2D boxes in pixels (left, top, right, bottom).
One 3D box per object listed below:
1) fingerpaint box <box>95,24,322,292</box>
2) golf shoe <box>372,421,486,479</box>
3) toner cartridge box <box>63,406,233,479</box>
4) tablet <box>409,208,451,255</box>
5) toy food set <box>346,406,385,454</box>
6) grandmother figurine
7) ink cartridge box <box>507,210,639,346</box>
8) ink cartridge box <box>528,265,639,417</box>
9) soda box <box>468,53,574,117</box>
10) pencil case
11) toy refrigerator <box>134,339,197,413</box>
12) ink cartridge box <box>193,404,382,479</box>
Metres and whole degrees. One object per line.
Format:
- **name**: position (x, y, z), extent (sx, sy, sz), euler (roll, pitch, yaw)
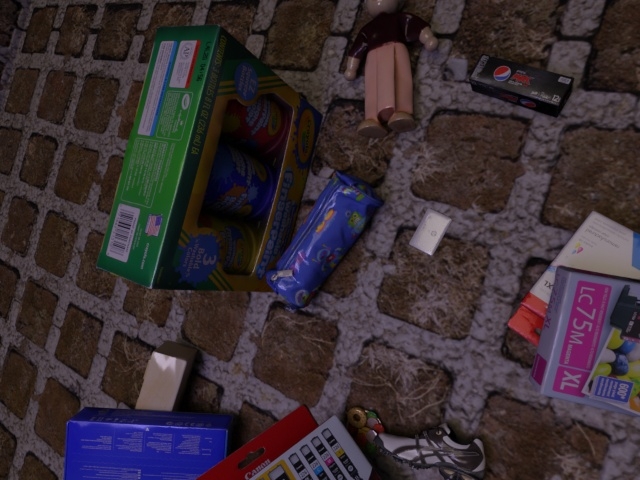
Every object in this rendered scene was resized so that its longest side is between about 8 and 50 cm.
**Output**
- **fingerpaint box**: position (-0.192, -0.125, 0.843), extent (0.163, 0.371, 0.444), euler (14, 89, 28)
- **golf shoe**: position (0.198, 0.373, 0.748), extent (0.198, 0.077, 0.093), euler (9, 73, 24)
- **toner cartridge box**: position (-0.381, 0.478, 0.924), extent (0.348, 0.075, 0.165), euler (5, 93, -2)
- **tablet**: position (0.220, -0.017, 0.821), extent (0.054, 0.006, 0.083), euler (30, 98, 27)
- **toy food set**: position (0.089, 0.382, 0.823), extent (0.083, 0.020, 0.083), euler (11, 87, 28)
- **grandmother figurine**: position (0.142, -0.402, 0.866), extent (0.208, 0.104, 0.342), euler (-5, 83, 18)
- **ink cartridge box**: position (0.424, 0.087, 0.659), extent (0.134, 0.078, 0.231), euler (37, 101, 26)
- **ink cartridge box**: position (0.480, 0.156, 0.568), extent (0.311, 0.065, 0.185), euler (10, 97, 8)
- **soda box**: position (0.365, -0.286, 0.754), extent (0.169, 0.060, 0.053), euler (32, 99, 26)
- **pencil case**: position (0.000, 0.000, 0.862), extent (0.119, 0.133, 0.306), euler (41, 101, 29)
- **toy refrigerator**: position (-0.397, 0.395, 1.010), extent (0.094, 0.102, 0.269), euler (18, 92, -2)
- **ink cartridge box**: position (-0.064, 0.470, 0.727), extent (0.272, 0.309, 0.130), euler (49, 146, 24)
